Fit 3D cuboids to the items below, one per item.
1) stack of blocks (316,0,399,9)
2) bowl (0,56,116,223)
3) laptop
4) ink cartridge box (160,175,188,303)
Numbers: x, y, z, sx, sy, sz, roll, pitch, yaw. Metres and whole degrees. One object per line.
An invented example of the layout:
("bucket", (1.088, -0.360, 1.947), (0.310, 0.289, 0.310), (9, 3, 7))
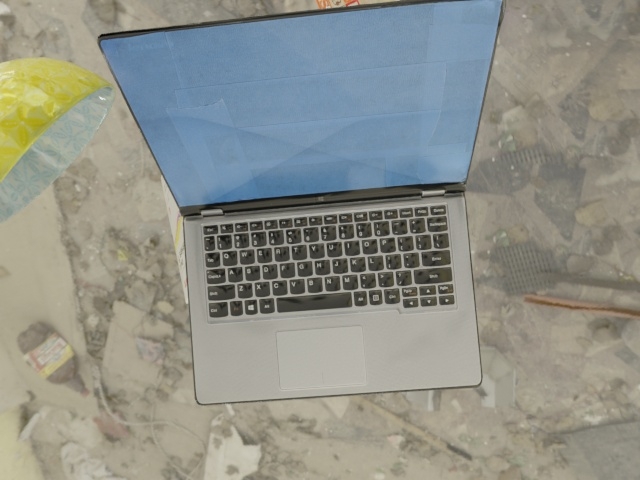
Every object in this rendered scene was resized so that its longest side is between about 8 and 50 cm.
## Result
("stack of blocks", (0.093, -0.560, 1.169), (0.171, 0.087, 0.297), (3, 128, 50))
("bowl", (-0.464, -0.174, 0.724), (0.156, 0.289, 0.289), (41, 121, -16))
("laptop", (0.000, 0.000, 0.548), (0.381, 0.236, 0.408), (-5, 87, 3))
("ink cartridge box", (-0.188, -0.054, 0.863), (0.201, 0.117, 0.278), (-49, 53, 50))
